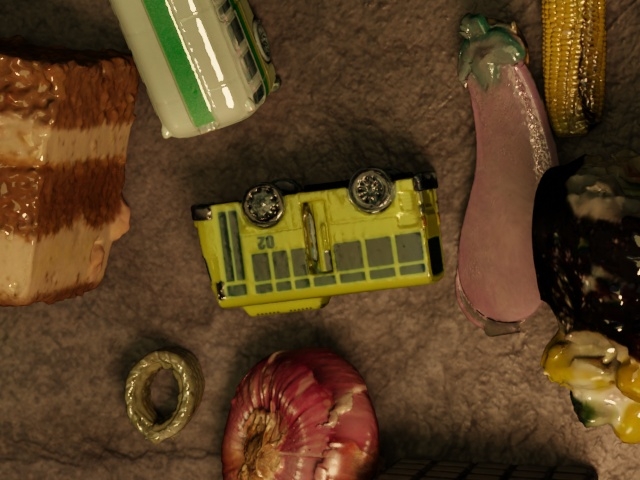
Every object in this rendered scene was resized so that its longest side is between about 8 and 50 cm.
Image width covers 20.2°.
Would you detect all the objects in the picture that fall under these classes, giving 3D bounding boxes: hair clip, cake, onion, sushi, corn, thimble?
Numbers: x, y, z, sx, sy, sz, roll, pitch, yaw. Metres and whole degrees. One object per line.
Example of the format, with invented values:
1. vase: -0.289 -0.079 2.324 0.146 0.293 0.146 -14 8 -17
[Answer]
1. hair clip: 0.206 -0.069 1.962 0.110 0.095 0.358 -2 96 -4
2. cake: -0.366 -0.082 1.992 0.256 0.282 0.290 8 97 15
3. onion: -0.003 0.232 1.995 0.163 0.230 0.230 5 96 -29
4. sushi: 0.362 0.076 1.816 0.329 0.328 0.285 13 107 11
5. corn: 0.274 -0.212 1.944 0.072 0.072 0.203 0 94 13
6. thimble: -0.180 0.178 2.073 0.084 0.062 0.110 6 95 11

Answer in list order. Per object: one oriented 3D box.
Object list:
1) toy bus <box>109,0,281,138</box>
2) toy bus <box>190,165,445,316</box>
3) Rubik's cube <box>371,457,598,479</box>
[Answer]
1. toy bus: -0.153 -0.255 1.960 0.134 0.164 0.276 -17 111 13
2. toy bus: 0.000 0.000 1.988 0.262 0.128 0.150 -8 91 13
3. Rubik's cube: 0.166 0.364 1.913 0.237 0.238 0.237 4 93 11
